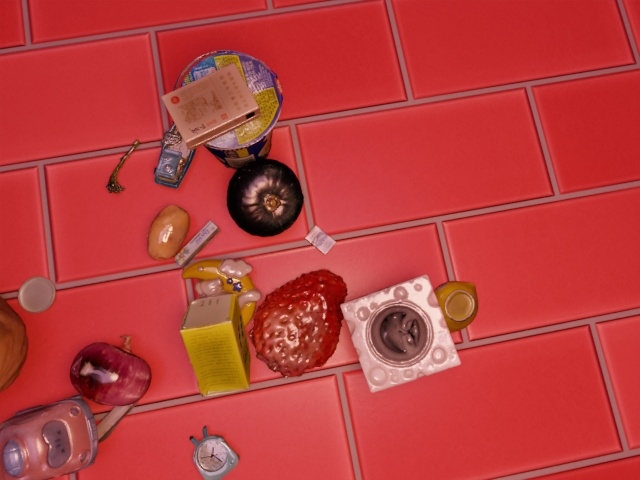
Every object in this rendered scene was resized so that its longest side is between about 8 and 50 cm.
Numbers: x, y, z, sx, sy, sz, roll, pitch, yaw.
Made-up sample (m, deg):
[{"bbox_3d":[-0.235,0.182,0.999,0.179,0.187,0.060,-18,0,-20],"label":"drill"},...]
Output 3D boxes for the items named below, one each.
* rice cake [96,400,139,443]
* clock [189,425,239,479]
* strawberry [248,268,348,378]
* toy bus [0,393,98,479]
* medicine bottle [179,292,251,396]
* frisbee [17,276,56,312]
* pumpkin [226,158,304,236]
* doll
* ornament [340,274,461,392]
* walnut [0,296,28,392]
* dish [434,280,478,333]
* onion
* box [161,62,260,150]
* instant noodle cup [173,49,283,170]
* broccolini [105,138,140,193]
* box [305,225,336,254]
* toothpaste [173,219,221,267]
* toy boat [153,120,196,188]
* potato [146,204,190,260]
[{"bbox_3d":[-0.611,0.526,1.316,0.047,0.036,0.206,41,82,17],"label":"rice cake"},{"bbox_3d":[-0.311,0.606,1.308,0.108,0.045,0.147,-38,83,-8],"label":"clock"},{"bbox_3d":[-0.050,0.227,1.323,0.265,0.149,0.336,35,81,5],"label":"strawberry"},{"bbox_3d":[-0.755,0.541,1.192,0.295,0.232,0.197,-16,82,13],"label":"toy bus"},{"bbox_3d":[-0.278,0.287,1.258,0.141,0.137,0.249,-10,117,-3],"label":"medicine bottle"},{"bbox_3d":[-0.850,0.163,1.373,0.110,0.014,0.110,0,80,-1],"label":"frisbee"},{"bbox_3d":[-0.164,-0.126,1.346,0.234,0.163,0.232,-6,111,-16],"label":"pumpkin"},{"bbox_3d":[-0.297,0.170,1.339,0.253,0.111,0.236,-9,98,-7],"label":"doll"},{"bbox_3d":[0.215,0.245,1.263,0.239,0.240,0.239,-20,82,6],"label":"ornament"},{"bbox_3d":[-0.986,0.284,1.205,0.385,0.383,0.382,0,81,-2],"label":"walnut"},{"bbox_3d":[0.405,0.201,1.377,0.149,0.080,0.207,43,81,5],"label":"dish"},{"bbox_3d":[-0.582,0.367,1.258,0.201,0.200,0.207,-40,75,-7],"label":"onion"},{"bbox_3d":[-0.267,-0.330,1.129,0.201,0.058,0.140,-29,84,-7],"label":"box"},{"bbox_3d":[-0.244,-0.339,1.320,0.285,0.312,0.283,0,81,-2],"label":"instant noodle cup"},{"bbox_3d":[-0.623,-0.234,1.430,0.052,0.054,0.194,13,79,19],"label":"broccolini"},{"bbox_3d":[0.000,0.000,1.422,0.083,0.024,0.054,40,83,4],"label":"box"},{"bbox_3d":[-0.376,0.013,1.397,0.034,0.046,0.164,42,83,8],"label":"toothpaste"},{"bbox_3d":[-0.447,-0.282,1.414,0.110,0.098,0.237,16,81,-3],"label":"toy boat"},{"bbox_3d":[-0.455,-0.021,1.362,0.109,0.119,0.177,29,76,-42],"label":"potato"}]
